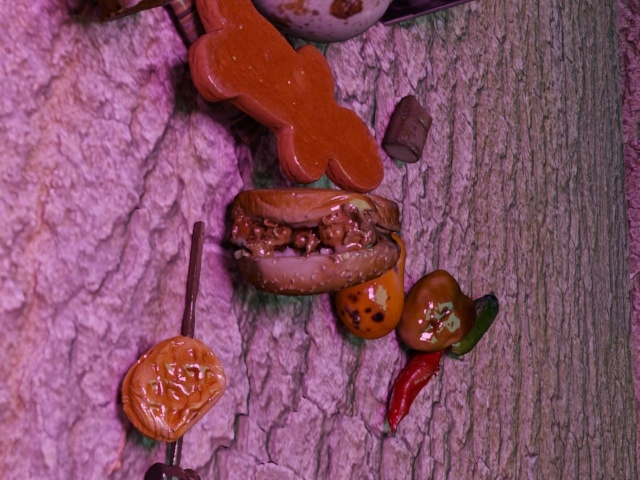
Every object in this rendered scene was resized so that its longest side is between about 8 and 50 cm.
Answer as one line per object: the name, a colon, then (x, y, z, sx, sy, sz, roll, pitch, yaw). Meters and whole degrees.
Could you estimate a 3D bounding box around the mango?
mango: (0.072, 0.052, 1.167, 0.115, 0.090, 0.178, 45, 47, -41)

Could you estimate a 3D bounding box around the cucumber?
cucumber: (0.280, 0.150, 1.517, 0.250, 0.056, 0.056, -36, 113, -53)

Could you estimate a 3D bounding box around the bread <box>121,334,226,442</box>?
bread: (-0.143, 0.141, 0.813, 0.083, 0.044, 0.111, 47, 50, -2)

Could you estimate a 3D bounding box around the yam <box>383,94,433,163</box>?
yam: (0.147, -0.184, 1.372, 0.069, 0.070, 0.146, 57, 40, -34)

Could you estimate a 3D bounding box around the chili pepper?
chili pepper: (0.151, 0.210, 1.304, 0.050, 0.059, 0.268, 40, 38, 7)

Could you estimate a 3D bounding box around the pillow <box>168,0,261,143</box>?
pillow: (-0.111, -0.226, 0.993, 0.203, 0.038, 0.113, 63, 39, -26)

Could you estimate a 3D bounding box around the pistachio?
pistachio: (0.189, 0.105, 1.336, 0.189, 0.100, 0.110, -31, 113, -55)

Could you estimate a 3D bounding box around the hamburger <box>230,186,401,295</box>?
hamburger: (0.000, 0.000, 0.979, 0.215, 0.190, 0.122, -6, 94, -74)

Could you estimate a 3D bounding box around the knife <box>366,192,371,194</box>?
knife: (0.071, -0.028, 1.250, 0.044, 0.026, 0.296, -20, 100, -46)

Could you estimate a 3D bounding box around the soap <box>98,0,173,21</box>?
soap: (-0.199, -0.339, 0.758, 0.080, 0.160, 0.257, -22, 106, -19)

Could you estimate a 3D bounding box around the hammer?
hammer: (-0.138, 0.115, 0.876, 0.058, 0.029, 0.292, 34, 52, -52)

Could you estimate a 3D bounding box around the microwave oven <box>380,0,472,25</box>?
microwave oven: (0.201, -0.493, 1.320, 0.181, 0.295, 0.237, 21, 65, -55)

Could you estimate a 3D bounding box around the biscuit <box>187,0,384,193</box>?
biscuit: (-0.034, -0.157, 0.989, 0.324, 0.049, 0.205, 32, 46, -38)

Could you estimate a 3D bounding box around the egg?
egg: (0.002, -0.339, 1.085, 0.231, 0.169, 0.169, -30, 109, -45)
